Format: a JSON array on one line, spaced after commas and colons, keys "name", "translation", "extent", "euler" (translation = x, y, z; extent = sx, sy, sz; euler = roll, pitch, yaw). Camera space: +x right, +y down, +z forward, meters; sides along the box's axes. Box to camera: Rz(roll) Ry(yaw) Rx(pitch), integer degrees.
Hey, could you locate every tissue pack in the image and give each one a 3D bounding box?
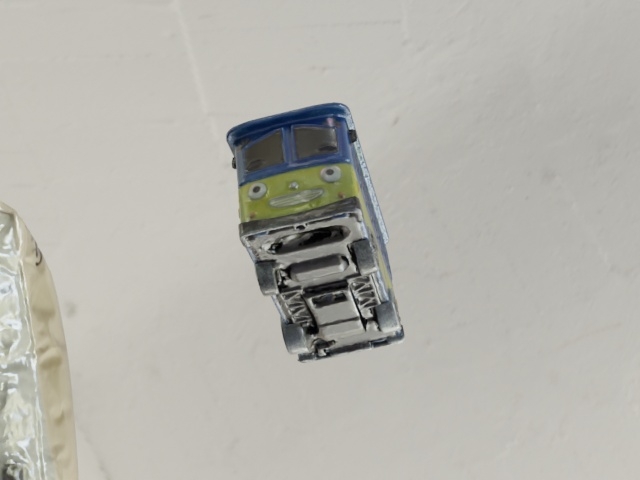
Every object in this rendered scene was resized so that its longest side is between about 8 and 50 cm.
[{"name": "tissue pack", "translation": [-0.362, 0.139, 1.187], "extent": [0.375, 0.195, 0.390], "euler": [172, -86, -73]}]

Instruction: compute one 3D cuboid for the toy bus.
[{"name": "toy bus", "translation": [0.000, 0.000, 1.284], "extent": [0.138, 0.175, 0.287], "euler": [-12, -35, 6]}]
